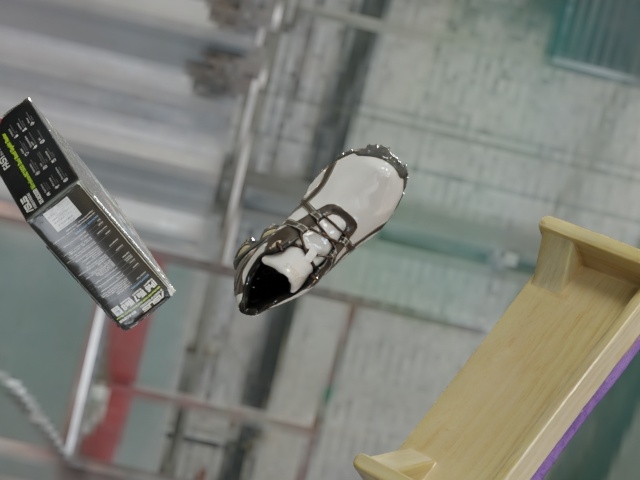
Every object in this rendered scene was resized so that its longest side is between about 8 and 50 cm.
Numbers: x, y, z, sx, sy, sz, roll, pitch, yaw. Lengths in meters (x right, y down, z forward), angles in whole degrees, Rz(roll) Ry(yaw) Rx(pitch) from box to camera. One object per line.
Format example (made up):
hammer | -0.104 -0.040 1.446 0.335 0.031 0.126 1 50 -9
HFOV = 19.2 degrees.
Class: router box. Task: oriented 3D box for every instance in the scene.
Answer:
router box | -0.136 -0.016 1.045 0.038 0.092 0.122 -39 -147 -1

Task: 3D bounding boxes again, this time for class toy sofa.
toy sofa | 0.214 0.170 1.934 0.362 0.150 0.177 -50 136 -20

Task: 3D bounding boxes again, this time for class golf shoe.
golf shoe | 0.000 0.000 1.642 0.198 0.077 0.094 -43 -166 27
